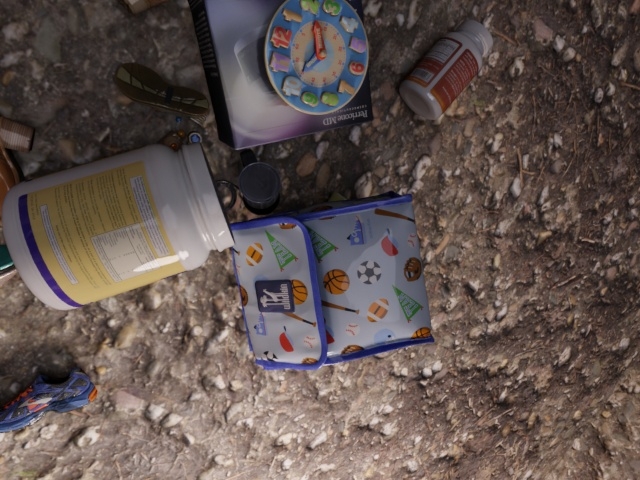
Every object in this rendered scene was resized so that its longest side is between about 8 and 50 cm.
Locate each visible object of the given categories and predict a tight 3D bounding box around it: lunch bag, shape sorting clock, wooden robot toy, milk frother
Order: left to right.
[{"bbox_3d":[-0.284,-0.191,0.935,0.173,0.079,0.076,-43,118,-4],"label":"wooden robot toy"},{"bbox_3d":[-0.163,-0.103,0.983,0.143,0.135,0.129,-40,87,-9],"label":"milk frother"},{"bbox_3d":[-0.002,-0.328,0.827,0.206,0.040,0.206,-8,110,-22],"label":"shape sorting clock"},{"bbox_3d":[0.017,0.084,1.002,0.385,0.239,0.327,-9,96,-3],"label":"lunch bag"}]

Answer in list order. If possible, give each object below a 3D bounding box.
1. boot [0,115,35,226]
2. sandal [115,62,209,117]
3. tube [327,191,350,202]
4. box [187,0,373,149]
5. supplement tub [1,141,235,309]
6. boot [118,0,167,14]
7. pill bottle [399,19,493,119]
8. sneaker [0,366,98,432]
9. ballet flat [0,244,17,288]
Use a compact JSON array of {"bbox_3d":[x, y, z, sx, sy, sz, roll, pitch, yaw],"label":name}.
[{"bbox_3d":[-0.607,-0.131,0.825,0.152,0.073,0.197,12,91,-26],"label":"boot"},{"bbox_3d":[-0.307,-0.281,0.909,0.180,0.049,0.072,18,75,-15],"label":"sandal"},{"bbox_3d":[0.000,0.000,1.133,0.070,0.062,0.240,33,98,15],"label":"tube"},{"bbox_3d":[-0.072,-0.356,0.914,0.296,0.183,0.294,-17,114,-17],"label":"box"},{"bbox_3d":[-0.345,-0.035,0.850,0.331,0.241,0.241,-18,113,-8],"label":"supplement tub"},{"bbox_3d":[-0.332,-0.546,0.811,0.207,0.090,0.248,-49,118,-15],"label":"boot"},{"bbox_3d":[0.294,-0.398,1.089,0.216,0.121,0.121,-49,118,-2],"label":"pill bottle"},{"bbox_3d":[-0.595,0.328,0.985,0.221,0.083,0.087,-16,99,-23],"label":"sneaker"},{"bbox_3d":[-0.691,0.086,0.856,0.316,0.107,0.106,-11,131,-14],"label":"ballet flat"}]
